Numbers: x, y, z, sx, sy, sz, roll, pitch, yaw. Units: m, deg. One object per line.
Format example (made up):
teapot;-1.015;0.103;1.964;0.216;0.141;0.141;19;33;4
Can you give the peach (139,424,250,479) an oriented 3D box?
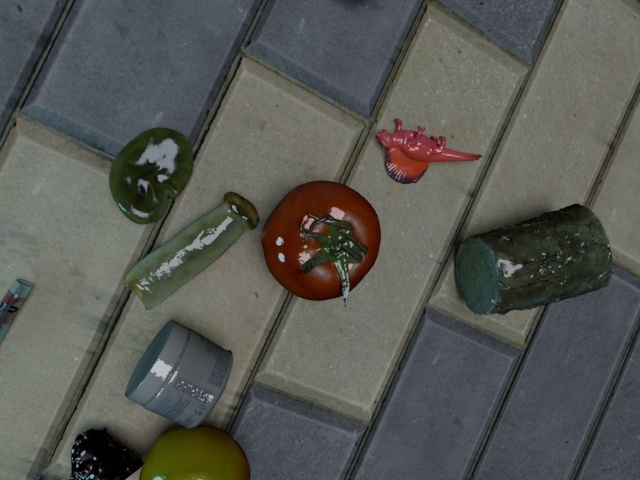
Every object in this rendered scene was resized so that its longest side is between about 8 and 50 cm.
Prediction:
peach;-0.259;0.492;1.091;0.231;0.231;0.230;-2;95;-17

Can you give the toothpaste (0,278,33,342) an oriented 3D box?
toothpaste;-0.641;0.171;1.042;0.056;0.036;0.205;32;89;-19

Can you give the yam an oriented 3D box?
yam;0.517;0.049;1.280;0.349;0.241;0.240;-14;99;-12

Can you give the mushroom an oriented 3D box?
mushroom;-0.269;0.016;1.118;0.312;0.081;0.100;-39;101;-6

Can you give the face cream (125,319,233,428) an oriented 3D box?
face cream;-0.286;0.275;1.082;0.153;0.177;0.177;34;85;-19

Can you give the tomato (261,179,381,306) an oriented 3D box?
tomato;0.000;0.000;1.119;0.256;0.224;0.255;-3;98;-20

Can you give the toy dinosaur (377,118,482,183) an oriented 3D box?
toy dinosaur;0.253;-0.190;1.269;0.286;0.070;0.138;18;100;-20

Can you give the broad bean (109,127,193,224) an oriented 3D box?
broad bean;-0.352;-0.135;1.090;0.153;0.072;0.206;20;77;-20

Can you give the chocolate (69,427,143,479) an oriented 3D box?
chocolate;-0.461;0.455;1.086;0.156;0.156;0.133;-34;79;-11
